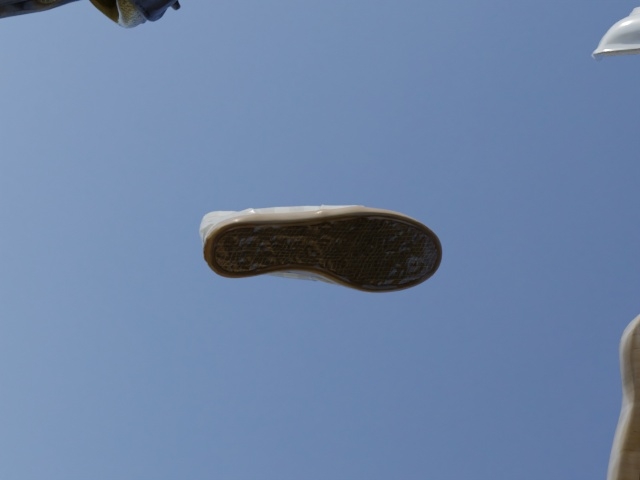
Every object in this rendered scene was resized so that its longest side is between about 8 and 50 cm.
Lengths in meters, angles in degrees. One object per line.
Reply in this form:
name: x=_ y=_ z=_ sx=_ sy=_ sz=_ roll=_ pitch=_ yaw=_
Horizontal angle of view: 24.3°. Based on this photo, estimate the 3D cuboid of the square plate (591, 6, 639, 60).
square plate: x=0.436 y=-0.213 z=1.446 sx=0.347 sy=0.344 sz=0.049 roll=-33 pitch=118 yaw=-78

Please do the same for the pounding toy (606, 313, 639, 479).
pounding toy: x=0.244 y=0.094 z=0.651 sx=0.155 sy=0.270 sz=0.154 roll=124 pitch=-40 yaw=-64

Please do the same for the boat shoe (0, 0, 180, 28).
boat shoe: x=-0.074 y=-0.112 z=0.527 sx=0.080 sy=0.224 sz=0.073 roll=33 pitch=-51 yaw=48

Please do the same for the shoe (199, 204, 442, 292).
shoe: x=0.000 y=0.000 z=1.291 sx=0.058 sy=0.219 sz=0.076 roll=-136 pitch=-127 yaw=-65
